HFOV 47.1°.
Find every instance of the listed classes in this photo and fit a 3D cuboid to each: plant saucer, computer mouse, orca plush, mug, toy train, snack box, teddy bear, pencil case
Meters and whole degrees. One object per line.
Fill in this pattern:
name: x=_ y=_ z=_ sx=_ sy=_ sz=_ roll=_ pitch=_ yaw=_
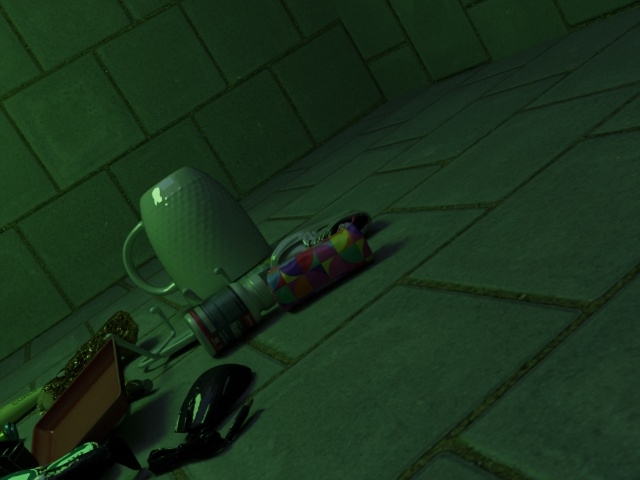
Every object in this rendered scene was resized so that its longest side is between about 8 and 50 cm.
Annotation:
plant saucer: x=-0.461 y=0.343 z=1.422 sx=0.258 sy=0.047 sz=0.259 roll=-49 pitch=26 yaw=1
computer mouse: x=-0.173 y=0.264 z=1.210 sx=0.184 sy=0.060 sz=0.262 roll=-24 pitch=15 yaw=35
orca plush: x=-0.419 y=0.435 z=1.172 sx=0.287 sy=0.102 sz=0.151 roll=-24 pitch=-34 yaw=-11
mug: x=-0.376 y=0.001 z=2.040 sx=0.374 sy=0.328 sz=0.276 roll=-34 pitch=4 yaw=7
plant saucer: x=0.030 y=-0.045 z=2.015 sx=0.119 sy=0.021 sz=0.119 roll=-30 pitch=12 yaw=7
toy train: x=-0.793 y=0.492 z=1.713 sx=0.143 sy=0.105 sz=0.248 roll=-21 pitch=-1 yaw=-15
snack box: x=-0.164 y=0.096 z=1.898 sx=0.141 sy=0.037 sz=0.100 roll=-35 pitch=11 yaw=-7
teddy bear: x=-0.606 y=0.338 z=1.935 sx=0.245 sy=0.113 sz=0.338 roll=-29 pitch=18 yaw=47
pencil case: x=-0.002 y=0.051 z=1.536 sx=0.236 sy=0.104 sz=0.104 roll=-33 pitch=12 yaw=-1

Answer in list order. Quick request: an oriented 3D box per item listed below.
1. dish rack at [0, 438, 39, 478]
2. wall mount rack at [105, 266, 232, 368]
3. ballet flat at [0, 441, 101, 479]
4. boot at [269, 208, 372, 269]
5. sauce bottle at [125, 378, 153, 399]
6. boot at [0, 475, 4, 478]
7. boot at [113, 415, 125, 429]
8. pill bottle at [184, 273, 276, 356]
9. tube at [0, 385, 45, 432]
dish rack: x=-0.641 y=0.496 z=1.335 sx=0.208 sy=0.074 sz=0.272 roll=-21 pitch=29 yaw=47
wall mount rack: x=-0.324 y=0.180 z=1.702 sx=0.350 sy=0.131 sz=0.304 roll=-31 pitch=6 yaw=10
ballet flat: x=-0.467 y=0.422 z=1.265 sx=0.221 sy=0.079 sz=0.077 roll=-24 pitch=36 yaw=-5
boot: x=0.000 y=0.000 z=1.730 sx=0.258 sy=0.095 sz=0.123 roll=-33 pitch=5 yaw=-11
sauce bottle: x=-0.412 y=0.325 z=1.600 sx=0.128 sy=0.042 sz=0.042 roll=-24 pitch=14 yaw=41
boot: x=-0.768 y=0.537 z=1.523 sx=0.248 sy=0.090 sz=0.206 roll=-36 pitch=10 yaw=-36
boot: x=-0.460 y=0.366 z=1.544 sx=0.086 sy=0.069 sz=0.190 roll=-63 pitch=24 yaw=9
pill bottle: x=-0.189 y=0.154 z=1.567 sx=0.180 sy=0.108 sz=0.108 roll=-35 pitch=13 yaw=-14
tube: x=-0.854 y=0.472 z=2.082 sx=0.070 sy=0.062 sz=0.240 roll=26 pitch=40 yaw=26
